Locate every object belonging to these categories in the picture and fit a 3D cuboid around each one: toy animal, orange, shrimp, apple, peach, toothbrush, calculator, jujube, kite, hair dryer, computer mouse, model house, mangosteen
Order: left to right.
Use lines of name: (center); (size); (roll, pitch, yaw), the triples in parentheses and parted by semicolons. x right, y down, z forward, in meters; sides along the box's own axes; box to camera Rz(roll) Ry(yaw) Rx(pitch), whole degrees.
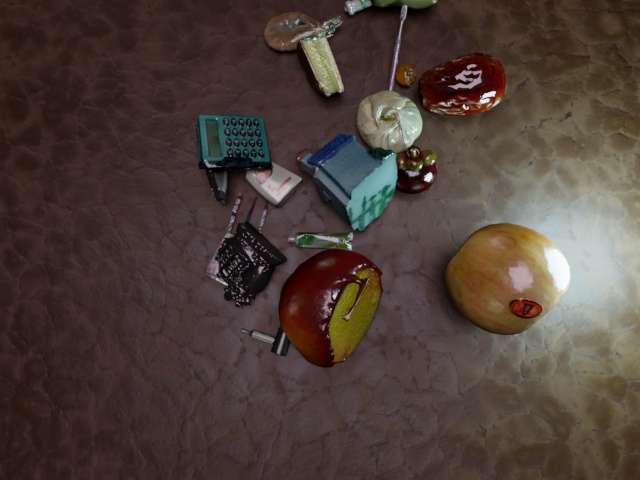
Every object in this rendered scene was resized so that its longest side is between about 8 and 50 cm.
computer mouse: (-0.380, -0.244, 1.923); (0.071, 0.126, 0.231); (-14, 78, -22)
calculator: (-0.320, -0.364, 1.891); (0.273, 0.058, 0.249); (-2, 62, -18)
kite: (-0.304, 0.001, 1.939); (0.204, 0.022, 0.361); (12, 85, 0)
hair dryer: (-0.207, 0.354, 1.887); (0.197, 0.057, 0.101); (15, 82, 7)
shrimp: (-0.070, -0.843, 2.009); (0.317, 0.077, 0.168); (-14, 81, 1)
peach: (0.017, 0.214, 1.761); (0.310, 0.335, 0.406); (25, 88, 29)
model house: (0.079, -0.242, 1.853); (0.329, 0.295, 0.252); (38, 77, 25)
toy animal: (0.275, -0.988, 1.971); (0.362, 0.181, 0.181); (0, 85, 0)
toothbrush: (0.293, -0.727, 1.966); (0.024, 0.029, 0.354); (12, 101, 13)
orange: (0.334, -0.649, 1.991); (0.086, 0.062, 0.086); (0, 81, 2)
mangosteen: (0.343, -0.267, 1.881); (0.199, 0.200, 0.200); (0, 83, 0)
jujube: (0.533, -0.583, 1.920); (0.317, 0.223, 0.223); (-9, 83, 7)
apple: (0.623, 0.126, 1.748); (0.346, 0.391, 0.391); (42, 85, 12)

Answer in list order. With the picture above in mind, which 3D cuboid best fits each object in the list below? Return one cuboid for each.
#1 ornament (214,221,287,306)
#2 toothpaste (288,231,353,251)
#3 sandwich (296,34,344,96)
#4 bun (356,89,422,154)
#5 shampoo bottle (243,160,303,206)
ornament: (-0.288, 0.095, 1.886); (0.251, 0.106, 0.260); (45, 97, 7)
toothpaste: (0.000, 0.000, 1.928); (0.247, 0.047, 0.078); (3, 88, -2)
sandwich: (0.004, -0.658, 1.961); (0.122, 0.128, 0.236); (-21, 91, -5)
bun: (0.265, -0.450, 1.921); (0.259, 0.160, 0.259); (0, 82, -2)
shampoo bottle: (-0.222, -0.267, 1.943); (0.284, 0.071, 0.153); (41, 83, 3)
